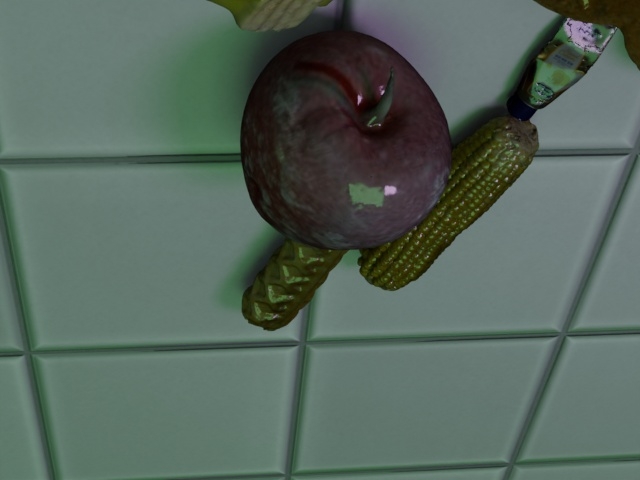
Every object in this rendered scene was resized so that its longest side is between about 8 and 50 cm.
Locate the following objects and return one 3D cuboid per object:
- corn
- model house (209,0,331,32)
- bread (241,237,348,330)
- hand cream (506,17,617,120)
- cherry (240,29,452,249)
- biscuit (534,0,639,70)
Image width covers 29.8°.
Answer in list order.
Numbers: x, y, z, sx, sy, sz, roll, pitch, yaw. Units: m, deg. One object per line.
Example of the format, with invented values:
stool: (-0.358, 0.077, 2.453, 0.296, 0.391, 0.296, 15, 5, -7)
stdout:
corn: (0.151, -0.041, 1.515, 0.097, 0.097, 0.320, 21, 132, -30)
model house: (-0.049, -0.315, 1.111, 0.234, 0.175, 0.193, 15, 136, -39)
bread: (-0.001, -0.001, 1.552, 0.077, 0.084, 0.367, 43, 131, 8)
hand cream: (0.272, -0.202, 1.378, 0.062, 0.039, 0.163, 27, 130, -13)
cherry: (0.029, -0.106, 1.306, 0.213, 0.236, 0.285, -3, 154, -27)
biscuit: (0.321, -0.284, 1.118, 0.344, 0.057, 0.287, 2, 125, 42)
